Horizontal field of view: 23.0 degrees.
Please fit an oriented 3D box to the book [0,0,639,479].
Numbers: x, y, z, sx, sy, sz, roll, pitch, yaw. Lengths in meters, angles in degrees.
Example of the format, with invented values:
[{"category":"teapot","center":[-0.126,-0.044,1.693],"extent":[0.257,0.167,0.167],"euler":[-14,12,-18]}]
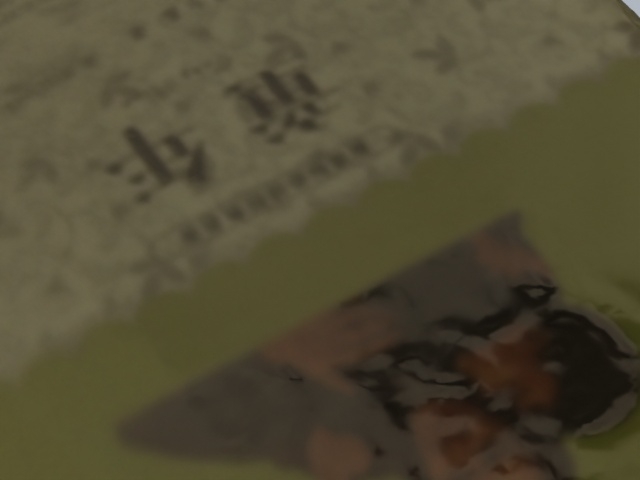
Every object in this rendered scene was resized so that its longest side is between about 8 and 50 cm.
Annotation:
[{"category":"book","center":[-0.001,0.001,0.409],"extent":[0.239,0.035,0.352],"euler":[-29,-123,-17]}]
